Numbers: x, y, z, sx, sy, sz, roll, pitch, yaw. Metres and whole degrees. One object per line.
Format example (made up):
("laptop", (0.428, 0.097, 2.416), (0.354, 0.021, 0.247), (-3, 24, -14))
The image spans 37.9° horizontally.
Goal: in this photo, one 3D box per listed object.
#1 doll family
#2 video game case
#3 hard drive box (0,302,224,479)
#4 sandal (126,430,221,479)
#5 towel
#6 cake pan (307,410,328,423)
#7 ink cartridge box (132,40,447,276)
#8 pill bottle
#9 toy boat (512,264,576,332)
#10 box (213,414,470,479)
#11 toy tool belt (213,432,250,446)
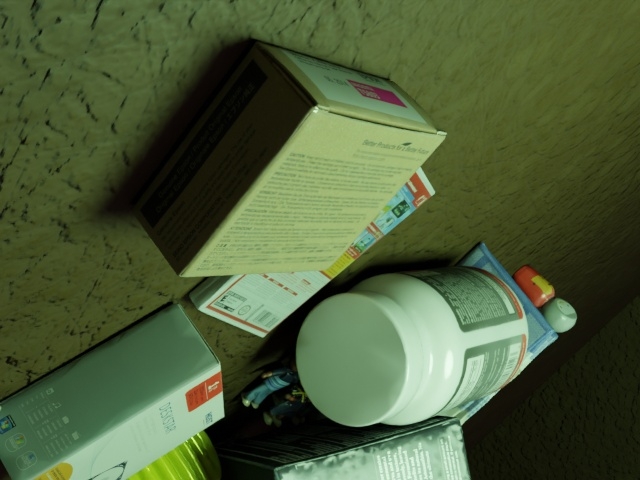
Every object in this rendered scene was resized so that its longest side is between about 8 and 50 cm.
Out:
("doll family", (-0.032, 0.223, 1.398), (0.111, 0.076, 0.193), (-34, 162, 20))
("video game case", (0.000, 0.000, 1.078), (0.285, 0.025, 0.204), (-40, 158, 4))
("hard drive box", (-0.226, 0.191, 1.014), (0.232, 0.089, 0.181), (-31, 158, -18))
("sandal", (-0.259, 0.338, 1.220), (0.138, 0.126, 0.317), (-27, 175, 37))
("towel", (0.229, 0.172, 1.524), (0.285, 0.209, 0.034), (-49, 148, 21))
("cake pan", (0.084, 0.353, 1.623), (0.293, 0.293, 0.054), (-19, -172, -41))
("ink cartridge box", (-0.021, -0.063, 0.838), (0.193, 0.088, 0.234), (-50, 155, 22))
("pill bottle", (0.137, 0.146, 1.332), (0.210, 0.210, 0.363), (-49, 156, 24))
("toy boat", (0.335, 0.181, 1.790), (0.318, 0.148, 0.267), (-33, 157, -13))
("box", (0.016, 0.366, 1.352), (0.294, 0.183, 0.296), (-8, 176, -27))
("toy tool belt", (-0.132, 0.333, 1.487), (0.051, 0.052, 0.083), (-42, 153, 21))
